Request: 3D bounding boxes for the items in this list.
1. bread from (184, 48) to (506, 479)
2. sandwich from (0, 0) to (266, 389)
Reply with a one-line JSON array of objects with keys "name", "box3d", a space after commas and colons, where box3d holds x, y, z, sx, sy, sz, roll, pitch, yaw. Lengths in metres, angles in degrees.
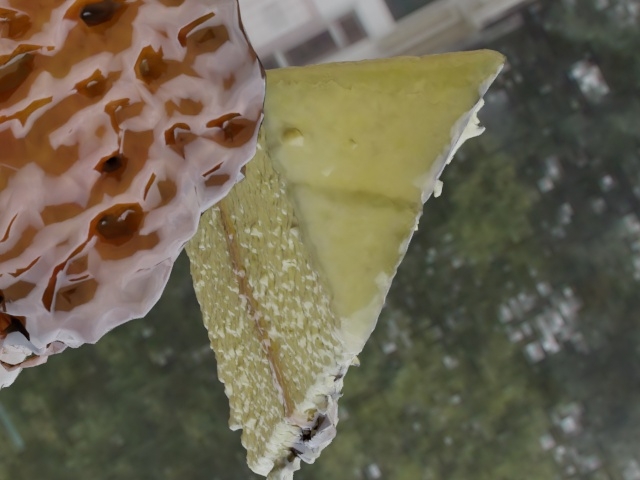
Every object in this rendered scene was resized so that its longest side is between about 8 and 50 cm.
[{"name": "bread", "box3d": [0.000, 0.000, 0.874, 0.178, 0.142, 0.266, -48, 177, -24]}, {"name": "sandwich", "box3d": [-0.120, -0.097, 0.494, 0.250, 0.301, 0.162, -10, -167, -30]}]
